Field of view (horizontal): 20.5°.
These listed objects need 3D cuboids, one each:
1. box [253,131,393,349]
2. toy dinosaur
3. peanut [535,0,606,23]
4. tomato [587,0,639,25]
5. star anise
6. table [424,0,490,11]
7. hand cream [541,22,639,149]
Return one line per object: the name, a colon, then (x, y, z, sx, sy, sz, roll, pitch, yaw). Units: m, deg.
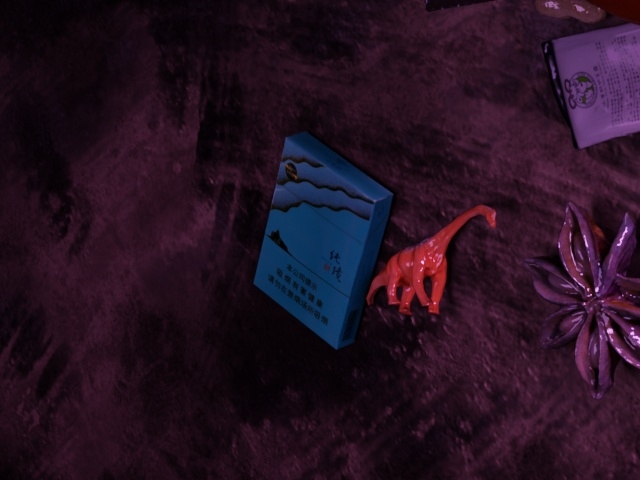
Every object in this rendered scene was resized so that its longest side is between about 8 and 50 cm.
box: (0.000, 0.000, 2.194, 0.161, 0.042, 0.226, 37, 129, 30)
toy dinosaur: (0.123, 0.033, 2.067, 0.279, 0.055, 0.101, -21, 66, 51)
peanut: (0.259, -0.244, 1.831, 0.083, 0.037, 0.037, 21, 120, 40)
tomato: (0.289, -0.309, 1.542, 0.298, 0.299, 0.226, 44, 119, 26)
star anise: (0.297, 0.071, 1.886, 0.197, 0.073, 0.212, -46, 68, 41)
table: (0.201, -0.344, 1.757, 0.172, 0.169, 0.193, -3, 102, 47)
hand cream: (0.346, -0.171, 1.758, 0.336, 0.076, 0.121, -11, 92, 54)
